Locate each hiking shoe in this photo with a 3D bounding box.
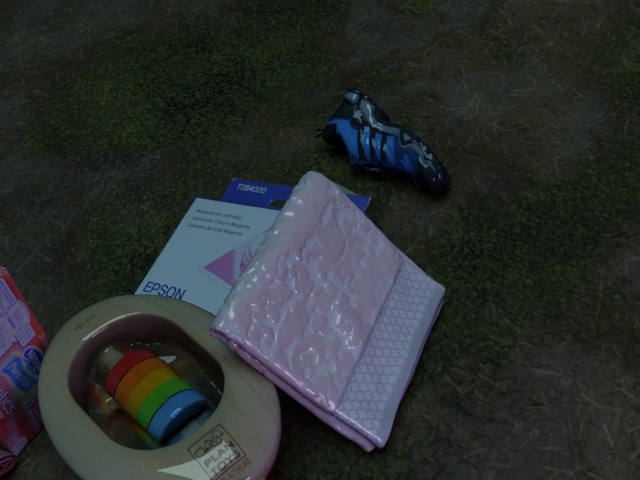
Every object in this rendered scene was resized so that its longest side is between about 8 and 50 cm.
[{"bbox_3d":[0.127,-0.170,1.626,0.132,0.113,0.304,-50,57,6],"label":"hiking shoe"}]

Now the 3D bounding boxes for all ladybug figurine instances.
[{"bbox_3d":[-0.230,0.254,1.220,0.305,0.162,0.449,-35,49,-23],"label":"ladybug figurine"}]

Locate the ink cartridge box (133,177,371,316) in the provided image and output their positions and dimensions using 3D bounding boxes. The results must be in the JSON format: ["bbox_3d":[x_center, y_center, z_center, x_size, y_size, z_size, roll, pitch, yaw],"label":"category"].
[{"bbox_3d":[-0.122,0.017,1.422,0.324,0.071,0.330,9,60,34],"label":"ink cartridge box"}]

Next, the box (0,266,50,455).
[{"bbox_3d":[-0.518,0.171,1.265,0.142,0.300,0.154,20,53,28],"label":"box"}]

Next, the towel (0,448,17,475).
[{"bbox_3d":[-0.667,0.336,1.248,0.329,0.037,0.237,12,21,25],"label":"towel"}]

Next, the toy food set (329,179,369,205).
[{"bbox_3d":[0.000,0.000,1.485,0.128,0.071,0.218,23,59,38],"label":"toy food set"}]

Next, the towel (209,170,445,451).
[{"bbox_3d":[0.030,0.100,1.250,0.053,0.317,0.332,-33,22,49],"label":"towel"}]
